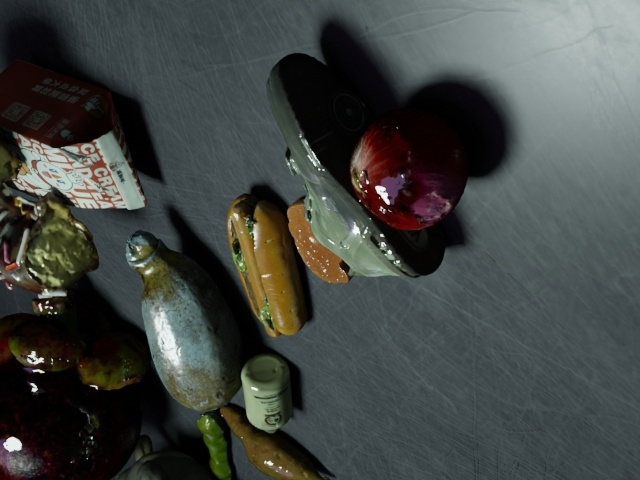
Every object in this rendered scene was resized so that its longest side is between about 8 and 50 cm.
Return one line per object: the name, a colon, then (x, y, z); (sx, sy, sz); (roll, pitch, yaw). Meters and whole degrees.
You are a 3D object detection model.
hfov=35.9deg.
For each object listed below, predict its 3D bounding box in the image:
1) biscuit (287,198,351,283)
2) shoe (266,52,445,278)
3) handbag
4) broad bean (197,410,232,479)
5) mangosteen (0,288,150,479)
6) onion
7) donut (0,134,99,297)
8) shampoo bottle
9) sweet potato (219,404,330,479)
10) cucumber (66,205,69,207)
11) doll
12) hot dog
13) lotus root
biscuit: (0.000, 0.000, 1.305); (0.102, 0.019, 0.130); (17, 136, 43)
shoe: (0.009, -0.067, 1.134); (0.293, 0.109, 0.149); (53, 143, -13)
handbag: (-0.394, -0.151, 1.539); (0.298, 0.151, 0.171); (21, 144, 26)
broad bean: (-0.206, 0.411, 1.963); (0.256, 0.052, 0.053); (86, 177, -46)
mangosteen: (-0.529, 0.320, 2.001); (0.381, 0.421, 0.381); (31, 179, 1)
onion: (0.092, -0.074, 1.025); (0.131, 0.131, 0.131); (32, 144, 27)
donut: (-0.525, -0.055, 1.532); (0.259, 0.136, 0.345); (9, 143, 34)
shampoo bottle: (-0.086, 0.262, 1.629); (0.079, 0.079, 0.162); (31, 143, 29)
sweet potato: (-0.101, 0.372, 1.769); (0.269, 0.075, 0.075); (30, 143, 34)
cucumber: (-0.492, -0.140, 1.739); (0.069, 0.069, 0.227); (18, 140, 41)
doll: (-0.365, 0.593, 2.040); (0.252, 0.378, 0.382); (41, 162, -6)
hot dog: (-0.081, 0.041, 1.403); (0.100, 0.068, 0.249); (22, 139, 36)
lotus root: (-0.210, 0.122, 1.585); (0.158, 0.140, 0.322); (-99, -6, -69)
